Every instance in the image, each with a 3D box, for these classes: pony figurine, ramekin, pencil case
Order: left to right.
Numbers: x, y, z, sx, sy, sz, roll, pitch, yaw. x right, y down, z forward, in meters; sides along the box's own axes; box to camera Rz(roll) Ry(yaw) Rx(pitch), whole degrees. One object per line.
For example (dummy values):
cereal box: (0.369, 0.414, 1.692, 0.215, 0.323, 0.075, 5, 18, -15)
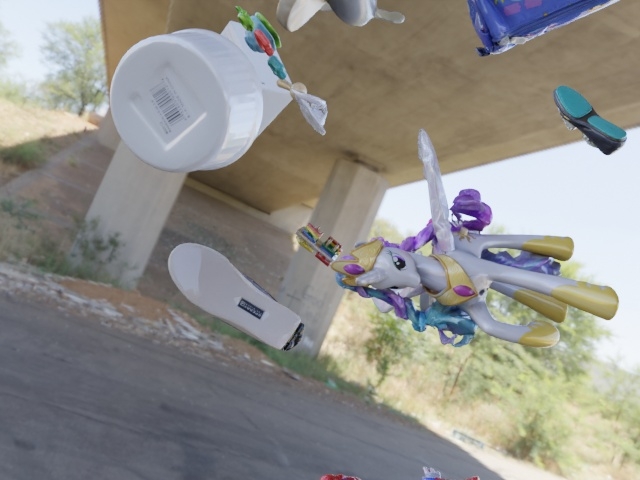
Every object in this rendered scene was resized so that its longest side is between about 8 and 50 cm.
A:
ramekin: (-0.261, -0.261, 1.158, 0.277, 0.277, 0.135, 22, 21, 8)
pony figurine: (0.201, 0.020, 0.912, 0.364, 0.302, 0.351, 13, 23, 0)
pencil case: (0.376, -0.390, 0.930, 0.306, 0.133, 0.119, -17, -26, 20)

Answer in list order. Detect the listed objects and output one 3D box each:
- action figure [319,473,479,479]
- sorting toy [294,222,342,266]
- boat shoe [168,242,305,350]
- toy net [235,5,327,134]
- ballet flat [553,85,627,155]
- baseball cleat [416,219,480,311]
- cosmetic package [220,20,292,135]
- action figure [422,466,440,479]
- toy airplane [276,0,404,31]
action figure: (0.099, 0.405, 0.907, 0.281, 0.091, 0.139, -5, -38, 15)
sorting toy: (0.000, 0.000, 1.683, 0.132, 0.046, 0.274, 40, 9, 2)
boat shoe: (-0.203, 0.135, 1.380, 0.340, 0.127, 0.158, 39, -16, -8)
toy net: (-0.051, -0.277, 0.979, 0.232, 0.045, 0.122, 52, -6, 2)
ballet flat: (0.583, -0.259, 1.341, 0.203, 0.074, 0.074, 53, 12, 31)
baseball cleat: (0.267, 0.056, 1.212, 0.109, 0.205, 0.072, 15, -10, 35)
cosmetic package: (-0.213, -0.422, 1.641, 0.138, 0.224, 0.225, -5, -25, -45)
action figure: (0.192, 0.612, 1.181, 0.370, 0.275, 0.248, 10, -42, -32)
toy airplane: (0.138, -0.449, 0.764, 0.272, 0.384, 0.386, 46, -42, -11)
